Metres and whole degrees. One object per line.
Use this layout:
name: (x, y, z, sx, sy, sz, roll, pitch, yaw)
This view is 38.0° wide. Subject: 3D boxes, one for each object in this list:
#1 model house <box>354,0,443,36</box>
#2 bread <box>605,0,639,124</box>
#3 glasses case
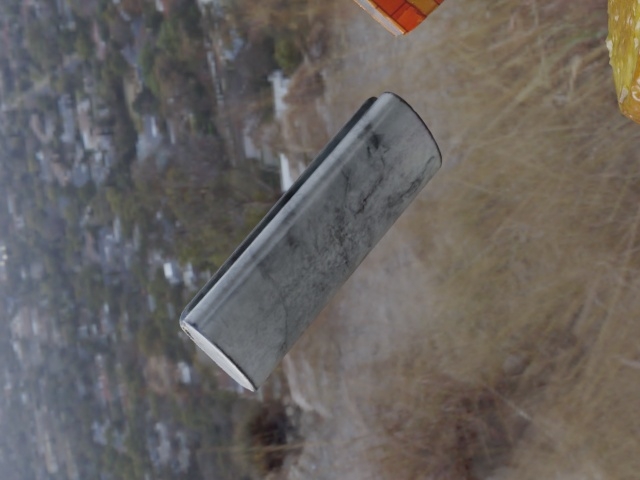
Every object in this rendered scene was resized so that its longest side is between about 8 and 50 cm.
model house: (0.012, -0.189, 0.320, 0.207, 0.294, 0.154, -3, 64, 46)
bread: (0.291, -0.207, 0.645, 0.312, 0.172, 0.312, -1, -90, -76)
glasses case: (0.000, 0.000, 0.887, 0.060, 0.299, 0.114, 20, 154, 50)
